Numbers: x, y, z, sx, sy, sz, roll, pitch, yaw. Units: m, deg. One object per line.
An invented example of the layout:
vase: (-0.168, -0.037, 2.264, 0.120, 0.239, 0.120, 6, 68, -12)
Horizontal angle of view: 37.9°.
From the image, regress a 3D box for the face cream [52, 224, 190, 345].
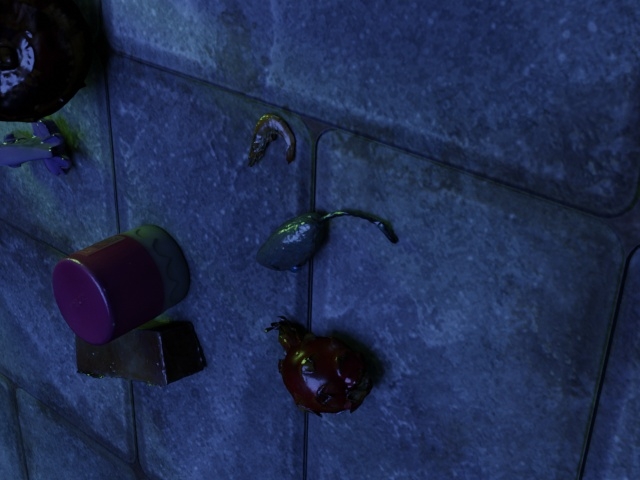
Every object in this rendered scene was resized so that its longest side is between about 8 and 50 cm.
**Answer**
face cream: (-0.367, 0.079, 1.726, 0.175, 0.195, 0.175, 20, 124, 34)

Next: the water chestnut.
water chestnut: (-0.553, -0.352, 1.651, 0.300, 0.300, 0.300, 21, 124, 35)

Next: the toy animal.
toy animal: (0.000, -0.010, 1.439, 0.252, 0.070, 0.079, -19, 132, 35)

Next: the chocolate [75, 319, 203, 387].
chocolate: (-0.378, 0.213, 1.874, 0.321, 0.112, 0.112, -1, 102, 44)

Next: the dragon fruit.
dragon fruit: (-0.015, 0.197, 1.527, 0.246, 0.125, 0.125, 42, 150, 43)

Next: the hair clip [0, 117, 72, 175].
hair clip: (-0.578, -0.191, 1.876, 0.278, 0.090, 0.137, 1, 110, 38)

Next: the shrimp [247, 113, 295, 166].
shrimp: (-0.078, -0.142, 1.465, 0.083, 0.023, 0.114, 44, 131, 15)
